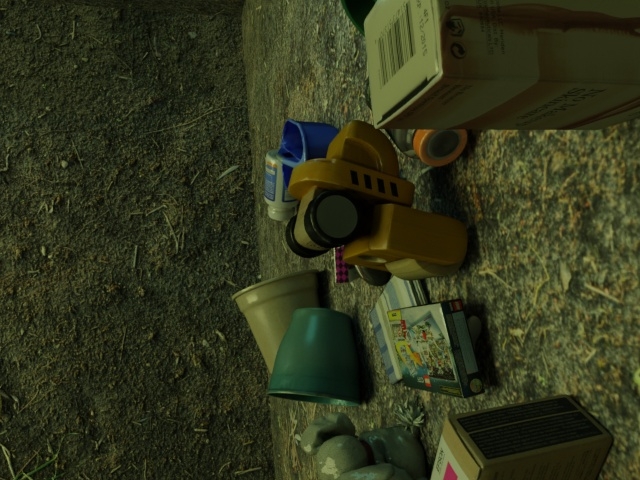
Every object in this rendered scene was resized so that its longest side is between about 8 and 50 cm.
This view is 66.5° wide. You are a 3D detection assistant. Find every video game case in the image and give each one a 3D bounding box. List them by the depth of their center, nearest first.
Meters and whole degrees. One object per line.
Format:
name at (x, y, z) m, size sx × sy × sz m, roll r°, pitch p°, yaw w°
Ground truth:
video game case at (0.077, -0.016, 1.255) m, size 0.210 × 0.042 × 0.231 m, roll -7°, pitch -86°, yaw -72°

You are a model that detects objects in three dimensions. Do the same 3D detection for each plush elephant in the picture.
plush elephant at (0.099, 0.516, 1.076) m, size 0.272 × 0.256 × 0.329 m, roll -145°, pitch 53°, yaw -70°

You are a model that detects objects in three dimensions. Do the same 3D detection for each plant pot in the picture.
plant pot at (-0.005, 0.342, 1.449) m, size 0.271 × 0.272 × 0.255 m, roll 125°, pitch 155°, yaw -65°
plant pot at (-0.116, 0.301, 1.759) m, size 0.334 × 0.334 × 0.305 m, roll 132°, pitch 121°, yaw -68°

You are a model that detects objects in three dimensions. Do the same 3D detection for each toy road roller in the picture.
toy road roller at (0.104, -0.072, 0.906) m, size 0.202 × 0.330 × 0.240 m, roll 152°, pitch 131°, yaw -72°

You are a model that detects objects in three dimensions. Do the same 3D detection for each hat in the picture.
hat at (0.159, -0.570, 1.094) m, size 0.208 × 0.183 × 0.173 m, roll 46°, pitch 174°, yaw -8°

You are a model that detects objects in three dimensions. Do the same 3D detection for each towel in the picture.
towel at (0.187, 0.198, 1.121) m, size 0.285 × 0.034 × 0.209 m, roll 110°, pitch 150°, yaw -58°

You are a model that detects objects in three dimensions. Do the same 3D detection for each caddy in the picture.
caddy at (-0.056, -0.273, 1.611) m, size 0.341 × 0.179 × 0.241 m, roll -130°, pitch 39°, yaw -64°

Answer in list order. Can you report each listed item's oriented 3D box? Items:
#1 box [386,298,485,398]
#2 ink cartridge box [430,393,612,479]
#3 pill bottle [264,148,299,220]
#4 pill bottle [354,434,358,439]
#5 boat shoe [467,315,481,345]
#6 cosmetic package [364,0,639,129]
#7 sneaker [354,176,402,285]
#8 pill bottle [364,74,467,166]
box at (0.205, 0.199, 0.912) m, size 0.233 × 0.044 × 0.159 m, roll 144°, pitch 115°, yaw -71°
ink cartridge box at (0.247, 0.331, 0.646) m, size 0.088 × 0.194 × 0.234 m, roll -122°, pitch 34°, yaw -59°
pill bottle at (-0.154, -0.225, 2.006) m, size 0.152 × 0.153 × 0.271 m, roll -117°, pitch 29°, yaw -55°
pill bottle at (0.095, 0.659, 1.365) m, size 0.215 × 0.117 × 0.117 m, roll -120°, pitch 31°, yaw -57°
boat shoe at (0.258, 0.170, 0.866) m, size 0.035 × 0.035 × 0.100 m, roll -124°, pitch 28°, yaw -56°
cosmetic package at (0.211, -0.191, 0.494) m, size 0.153 × 0.297 × 0.129 m, roll 159°, pitch 106°, yaw -75°
sneaker at (0.141, -0.039, 1.113) m, size 0.162 × 0.107 × 0.281 m, roll 156°, pitch 111°, yaw -70°
pill bottle at (0.176, -0.236, 0.899) m, size 0.245 × 0.131 × 0.130 m, roll -110°, pitch 23°, yaw -47°
